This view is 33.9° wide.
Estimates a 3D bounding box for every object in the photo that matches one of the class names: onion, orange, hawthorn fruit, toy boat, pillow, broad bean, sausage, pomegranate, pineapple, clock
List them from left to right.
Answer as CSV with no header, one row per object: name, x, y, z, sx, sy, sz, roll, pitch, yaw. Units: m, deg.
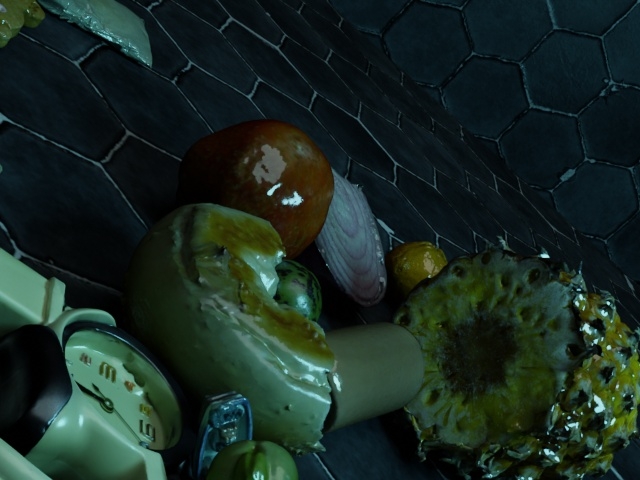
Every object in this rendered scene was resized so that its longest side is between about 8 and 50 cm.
clock,-0.215,0.176,0.838,0.276,0.120,0.379,40,15,-24
pillow,-0.367,-0.371,1.697,0.230,0.050,0.148,31,30,-40
toy boat,-0.088,0.209,0.990,0.059,0.140,0.066,-10,35,-32
broad bean,-0.058,0.251,0.914,0.082,0.174,0.124,2,32,10
pomegranate,-0.071,0.078,1.315,0.162,0.122,0.122,15,21,4
hawthorn fruit,-0.075,-0.070,1.414,0.205,0.205,0.253,46,46,5
onion,0.000,0.000,1.613,0.250,0.111,0.247,36,38,-54
sausage,0.029,0.167,1.299,0.123,0.123,0.253,52,23,19
orange,0.165,0.063,1.771,0.136,0.117,0.135,32,28,-19
pineapple,0.279,0.191,1.467,0.300,0.352,0.352,38,19,-45

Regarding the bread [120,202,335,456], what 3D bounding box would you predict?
bread,-0.115,0.090,1.100,0.192,0.171,0.314,19,31,-46

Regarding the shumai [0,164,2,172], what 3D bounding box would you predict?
shumai,-0.364,-0.047,0.694,0.267,0.262,0.314,4,27,-35

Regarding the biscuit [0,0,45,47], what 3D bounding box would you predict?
biscuit,-0.472,-0.354,1.468,0.184,0.035,0.249,34,24,-20
